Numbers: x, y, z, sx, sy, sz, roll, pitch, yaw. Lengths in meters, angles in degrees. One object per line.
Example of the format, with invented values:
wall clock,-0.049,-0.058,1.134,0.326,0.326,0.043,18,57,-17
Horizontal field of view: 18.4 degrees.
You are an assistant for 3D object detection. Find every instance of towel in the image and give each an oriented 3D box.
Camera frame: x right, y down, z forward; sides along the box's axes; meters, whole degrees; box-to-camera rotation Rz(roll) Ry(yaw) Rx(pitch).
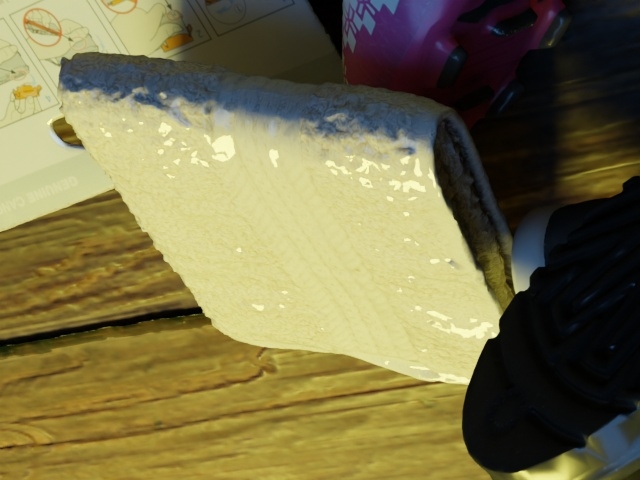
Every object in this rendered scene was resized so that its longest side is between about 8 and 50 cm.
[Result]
towel,0.000,0.000,0.946,0.187,0.049,0.282,9,158,21

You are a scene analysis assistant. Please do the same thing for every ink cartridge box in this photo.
ink cartridge box,-0.135,-0.143,0.979,0.275,0.060,0.239,-18,116,34

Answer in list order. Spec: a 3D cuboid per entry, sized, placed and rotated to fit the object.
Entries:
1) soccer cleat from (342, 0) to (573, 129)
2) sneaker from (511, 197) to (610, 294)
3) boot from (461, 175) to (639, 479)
soccer cleat,0.054,-0.183,0.847,0.143,0.116,0.331,39,136,23
sneaker,0.219,0.093,0.931,0.147,0.104,0.296,-17,117,35
boot,0.256,0.056,0.791,0.348,0.131,0.260,-37,112,1
